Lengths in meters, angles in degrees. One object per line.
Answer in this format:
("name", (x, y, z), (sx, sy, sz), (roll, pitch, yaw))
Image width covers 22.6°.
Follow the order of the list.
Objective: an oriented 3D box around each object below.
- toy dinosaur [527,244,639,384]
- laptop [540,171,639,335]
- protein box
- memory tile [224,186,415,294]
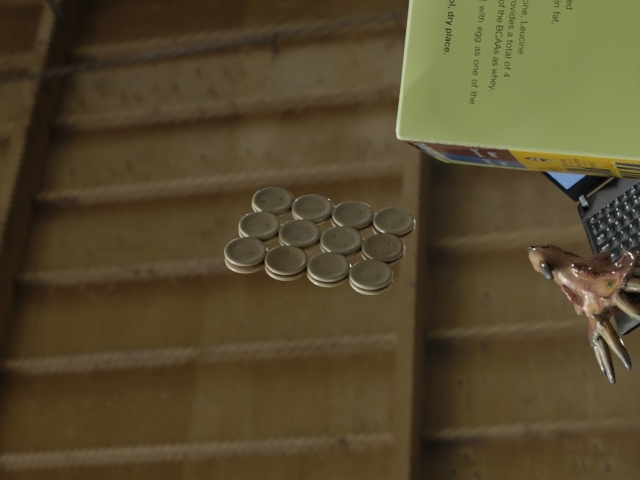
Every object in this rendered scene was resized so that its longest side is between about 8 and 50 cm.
("toy dinosaur", (0.326, 0.054, 1.296), (0.295, 0.200, 0.127), (-12, -109, 43))
("laptop", (0.317, -0.075, 1.670), (0.234, 0.136, 0.264), (-41, -128, 40))
("protein box", (0.154, -0.129, 0.748), (0.201, 0.136, 0.200), (6, -90, 14))
("memory tile", (0.000, 0.000, 1.374), (0.148, 0.012, 0.113), (10, -140, 12))
